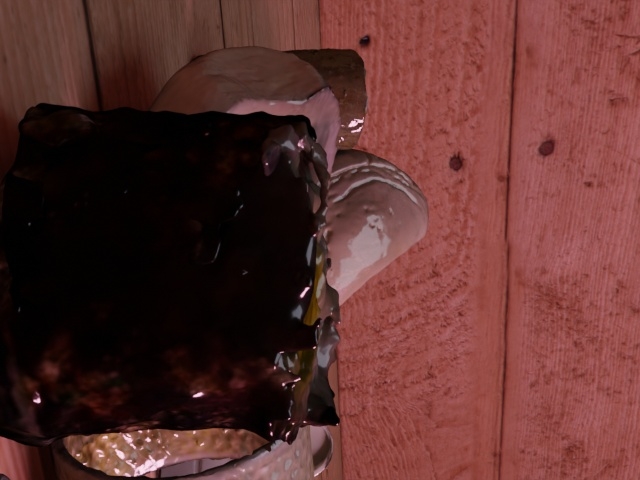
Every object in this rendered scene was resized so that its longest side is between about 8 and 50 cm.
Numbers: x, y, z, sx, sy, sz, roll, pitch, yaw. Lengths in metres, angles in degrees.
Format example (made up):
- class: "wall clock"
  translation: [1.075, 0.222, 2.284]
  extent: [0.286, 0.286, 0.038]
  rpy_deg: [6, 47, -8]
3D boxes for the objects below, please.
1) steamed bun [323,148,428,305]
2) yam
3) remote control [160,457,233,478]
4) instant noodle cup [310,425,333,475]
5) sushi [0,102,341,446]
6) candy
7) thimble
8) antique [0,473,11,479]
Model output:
- class: "steamed bun"
  translation: [-0.022, -0.022, 1.577]
  extent: [0.383, 0.247, 0.236]
  rpy_deg: [-40, 113, -30]
- class: "yam"
  translation: [-0.067, -0.211, 1.527]
  extent: [0.161, 0.268, 0.161]
  rpy_deg: [177, -90, -88]
- class: "remote control"
  translation: [-0.167, 0.327, 1.367]
  extent: [0.052, 0.104, 0.247]
  rpy_deg: [109, -17, -83]
- class: "instant noodle cup"
  translation: [-0.055, 0.350, 1.768]
  extent: [0.185, 0.168, 0.168]
  rpy_deg: [-178, -91, -76]
- class: "sushi"
  translation: [-0.131, 0.031, 0.871]
  extent: [0.281, 0.294, 0.300]
  rpy_deg: [-15, 105, -83]
- class: "candy"
  translation: [-0.128, -0.037, 1.239]
  extent: [0.386, 0.186, 0.427]
  rpy_deg: [-47, 151, -48]
- class: "thimble"
  translation: [-0.130, 0.233, 1.009]
  extent: [0.271, 0.270, 0.150]
  rpy_deg: [-70, 157, -68]
- class: "antique"
  translation: [-0.254, 0.237, 0.748]
  extent: [0.183, 0.088, 0.086]
  rpy_deg: [77, 17, -61]
